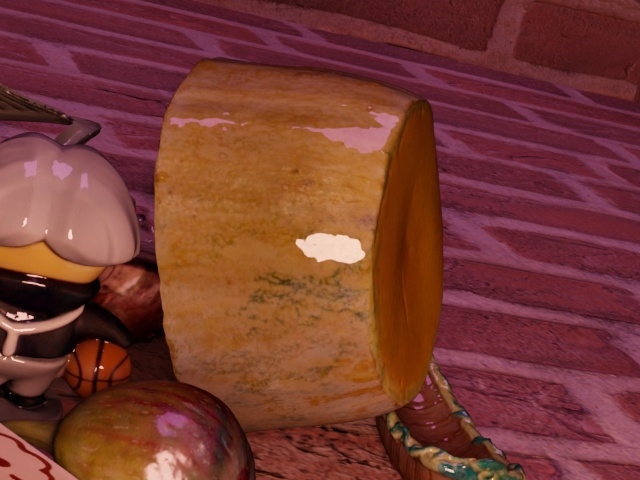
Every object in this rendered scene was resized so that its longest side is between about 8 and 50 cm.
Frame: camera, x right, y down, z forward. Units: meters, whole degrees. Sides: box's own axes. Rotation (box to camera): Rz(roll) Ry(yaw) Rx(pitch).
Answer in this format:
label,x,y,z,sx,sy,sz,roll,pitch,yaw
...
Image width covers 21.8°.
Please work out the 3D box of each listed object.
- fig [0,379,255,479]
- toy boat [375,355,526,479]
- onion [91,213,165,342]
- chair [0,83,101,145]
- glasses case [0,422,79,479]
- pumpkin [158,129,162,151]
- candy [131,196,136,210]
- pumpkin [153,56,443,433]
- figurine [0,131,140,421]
label,x,y,z,sx,sy,sz,roll,pitch,yaw
fig,-0.166,0.155,1.204,0.245,0.149,0.149,11,12,23
toy boat,0.098,0.157,1.516,0.108,0.099,0.293,12,24,-21
onion,-0.208,0.035,1.557,0.280,0.146,0.314,24,2,-29
chair,-0.337,-0.119,1.429,0.203,0.190,0.274,9,-30,35
glasses case,-0.312,0.145,1.156,0.336,0.076,0.144,27,19,34
pumpkin,-0.086,-0.106,2.106,0.238,0.159,0.238,-5,21,2
candy,-0.258,-0.033,1.837,0.095,0.085,0.110,21,3,-18
pumpkin,0.000,0.000,1.418,0.199,0.332,0.332,-4,9,18
figurine,-0.224,0.035,1.326,0.176,0.236,0.133,12,16,-14
